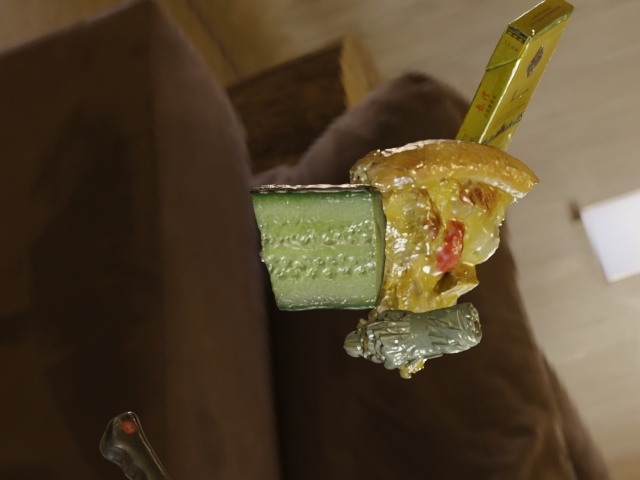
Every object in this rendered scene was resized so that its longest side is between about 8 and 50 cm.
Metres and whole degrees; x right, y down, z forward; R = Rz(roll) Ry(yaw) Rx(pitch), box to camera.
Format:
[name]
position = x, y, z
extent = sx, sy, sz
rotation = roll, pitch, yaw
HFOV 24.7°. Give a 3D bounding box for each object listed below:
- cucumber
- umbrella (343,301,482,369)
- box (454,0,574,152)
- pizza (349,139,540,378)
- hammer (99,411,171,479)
[cucumber]
position = 0.000, 0.000, 1.310
extent = 0.062, 0.115, 0.116
rotation = -68, 156, -68
[umbrella]
position = 0.092, 0.097, 1.475
extent = 0.067, 0.143, 0.062
rotation = 30, 53, -67
[box]
position = 0.233, -0.174, 1.893
extent = 0.041, 0.279, 0.153
rotation = 33, 35, 17
[pizza]
position = 0.137, 0.023, 1.662
extent = 0.280, 0.075, 0.287
rotation = -11, 114, -40
[hammer]
position = -0.084, 0.243, 1.081
extent = 0.287, 0.111, 0.033
rotation = 51, -41, 26
